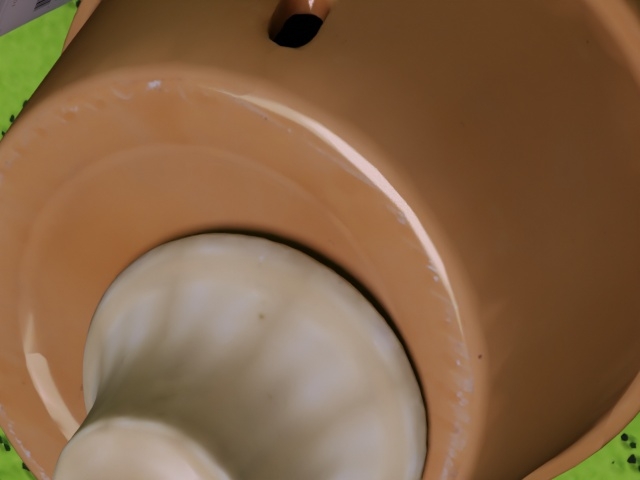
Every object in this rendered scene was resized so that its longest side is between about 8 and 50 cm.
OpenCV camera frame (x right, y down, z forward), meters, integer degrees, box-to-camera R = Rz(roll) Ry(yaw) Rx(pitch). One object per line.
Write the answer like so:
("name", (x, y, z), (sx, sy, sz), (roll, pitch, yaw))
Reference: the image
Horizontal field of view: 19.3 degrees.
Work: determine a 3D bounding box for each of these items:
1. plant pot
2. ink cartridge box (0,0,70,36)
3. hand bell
("plant pot", (0.000, 0.000, 0.720), (0.291, 0.203, 0.291), (9, 115, 19))
("ink cartridge box", (-0.137, -0.135, 0.761), (0.056, 0.135, 0.099), (30, 120, 10))
("hand bell", (-0.067, 0.099, 0.530), (0.126, 0.242, 0.126), (9, 114, 20))
